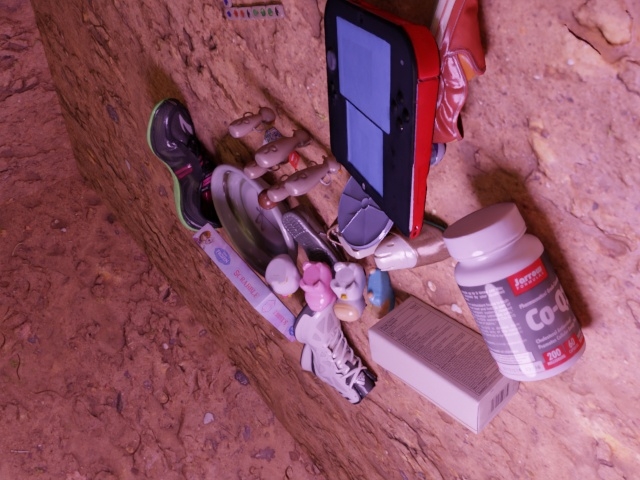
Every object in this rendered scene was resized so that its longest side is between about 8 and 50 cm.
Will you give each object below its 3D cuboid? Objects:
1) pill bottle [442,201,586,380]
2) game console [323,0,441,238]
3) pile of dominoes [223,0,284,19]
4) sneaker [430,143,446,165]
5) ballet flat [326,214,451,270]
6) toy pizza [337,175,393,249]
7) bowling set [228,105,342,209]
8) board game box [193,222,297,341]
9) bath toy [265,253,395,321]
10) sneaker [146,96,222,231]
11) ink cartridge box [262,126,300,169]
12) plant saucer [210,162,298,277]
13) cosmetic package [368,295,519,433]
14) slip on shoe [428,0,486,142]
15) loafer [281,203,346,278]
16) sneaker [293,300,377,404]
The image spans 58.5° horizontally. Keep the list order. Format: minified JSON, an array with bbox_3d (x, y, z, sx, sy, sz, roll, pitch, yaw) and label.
[{"bbox_3d":[0.337,0.087,1.010,0.161,0.161,0.283,-11,109,60],"label":"pill bottle"},{"bbox_3d":[0.088,-0.234,1.015,0.386,0.060,0.342,-122,28,-53],"label":"game console"},{"bbox_3d":[-0.179,-0.587,1.269,0.251,0.040,0.196,22,136,47],"label":"pile of dominoes"},{"bbox_3d":[0.136,-0.223,1.080,0.224,0.098,0.083,50,151,13],"label":"sneaker"},{"bbox_3d":[0.135,0.004,1.278,0.342,0.124,0.116,21,140,47],"label":"ballet flat"},{"bbox_3d":[0.108,-0.077,1.247,0.201,0.032,0.201,-24,59,49],"label":"toy pizza"},{"bbox_3d":[-0.097,-0.184,1.423,0.287,0.154,0.200,48,150,18],"label":"bowling set"},{"bbox_3d":[-0.204,0.130,1.689,0.318,0.066,0.318,43,172,31],"label":"board game box"},{"bbox_3d":[0.016,0.123,1.495,0.348,0.152,0.129,8,169,30],"label":"bath toy"},{"bbox_3d":[-0.407,-0.243,1.871,0.202,0.185,0.483,9,132,31],"label":"sneaker"},{"bbox_3d":[-0.104,-0.238,1.510,0.115,0.029,0.063,49,150,16],"label":"ink cartridge box"},{"bbox_3d":[-0.178,-0.064,1.724,0.400,0.100,0.401,39,147,32],"label":"plant saucer"},{"bbox_3d":[0.274,0.269,1.294,0.309,0.160,0.113,30,142,42],"label":"cosmetic package"},{"bbox_3d":[0.213,-0.298,0.898,0.101,0.123,0.331,11,130,8],"label":"slip on shoe"},{"bbox_3d":[0.000,0.000,1.541,0.094,0.087,0.251,-13,122,43],"label":"loafer"},{"bbox_3d":[0.070,0.327,1.708,0.257,0.169,0.448,33,152,23],"label":"sneaker"}]
